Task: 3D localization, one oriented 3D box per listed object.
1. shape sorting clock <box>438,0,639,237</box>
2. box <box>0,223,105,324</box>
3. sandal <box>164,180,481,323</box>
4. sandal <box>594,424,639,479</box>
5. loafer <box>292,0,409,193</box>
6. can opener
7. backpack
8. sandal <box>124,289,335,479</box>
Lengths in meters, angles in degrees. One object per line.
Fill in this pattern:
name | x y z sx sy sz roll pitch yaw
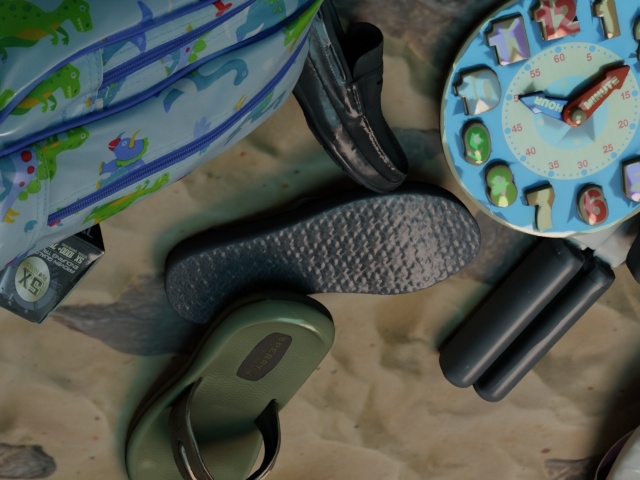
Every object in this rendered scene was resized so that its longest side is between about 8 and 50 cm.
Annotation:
shape sorting clock | 0.193 -0.099 1.192 0.206 0.040 0.206 -2 107 -5
box | -0.247 -0.047 1.060 0.180 0.147 0.077 32 112 -34
sandal | -0.001 -0.001 1.238 0.254 0.054 0.097 -9 123 2
sandal | 0.339 0.229 1.486 0.169 0.102 0.416 19 133 -11
loafer | 0.015 -0.124 1.126 0.078 0.076 0.223 -26 126 13
can opener | 0.216 0.039 1.298 0.076 0.095 0.283 27 114 -31
backpack | -0.151 -0.148 0.908 0.355 0.290 0.273 -15 145 -41
sandal | -0.081 0.156 1.284 0.120 0.086 0.303 8 138 -22
